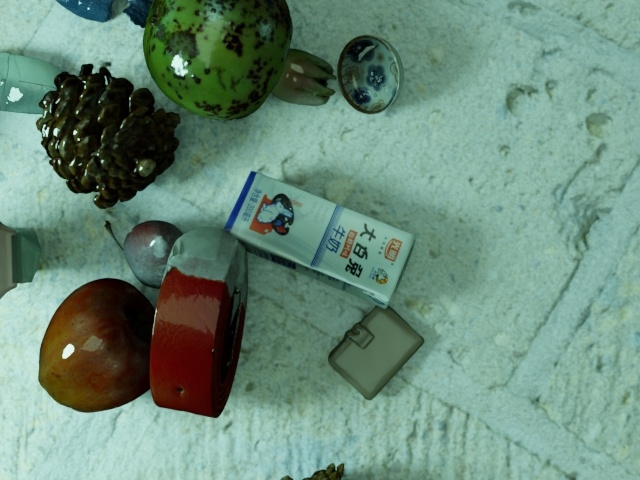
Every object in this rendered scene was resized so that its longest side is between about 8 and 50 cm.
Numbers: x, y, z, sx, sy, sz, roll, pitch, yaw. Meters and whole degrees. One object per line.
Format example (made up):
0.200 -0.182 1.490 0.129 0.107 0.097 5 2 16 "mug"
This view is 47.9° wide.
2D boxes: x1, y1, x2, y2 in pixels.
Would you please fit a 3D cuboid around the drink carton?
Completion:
0.000 0.000 1.273 0.315 0.106 0.130 22 79 5 "drink carton"

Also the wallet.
0.097 0.196 1.295 0.152 0.039 0.118 -45 84 -2 "wallet"

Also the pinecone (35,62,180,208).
-0.379 -0.186 1.273 0.272 0.224 0.224 33 91 26 "pinecone"

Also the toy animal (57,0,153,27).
-0.401 -0.489 1.317 0.255 0.239 0.176 9 53 -33 "toy animal"

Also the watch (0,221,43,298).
-0.611 0.031 1.269 0.253 0.241 0.161 2 91 7 "watch"

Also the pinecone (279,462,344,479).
0.004 0.510 1.188 0.264 0.264 0.264 0 87 6 "pinecone"

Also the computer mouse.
-0.585 -0.299 1.368 0.229 0.068 0.113 8 87 6 "computer mouse"

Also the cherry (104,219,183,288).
-0.311 -0.002 1.295 0.115 0.148 0.188 -37 84 -5 "cherry"

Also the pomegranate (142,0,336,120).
-0.129 -0.328 1.253 0.341 0.285 0.285 17 89 -27 "pomegranate"

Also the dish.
0.107 -0.303 1.302 0.141 0.078 0.141 18 118 38 "dish"

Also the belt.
-0.200 0.141 1.224 0.115 0.227 0.323 9 105 4 "belt"

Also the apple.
-0.379 0.189 1.254 0.234 0.234 0.234 0 87 6 "apple"
